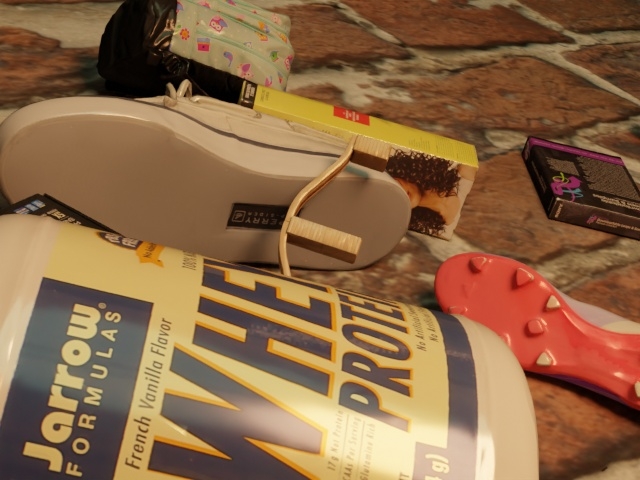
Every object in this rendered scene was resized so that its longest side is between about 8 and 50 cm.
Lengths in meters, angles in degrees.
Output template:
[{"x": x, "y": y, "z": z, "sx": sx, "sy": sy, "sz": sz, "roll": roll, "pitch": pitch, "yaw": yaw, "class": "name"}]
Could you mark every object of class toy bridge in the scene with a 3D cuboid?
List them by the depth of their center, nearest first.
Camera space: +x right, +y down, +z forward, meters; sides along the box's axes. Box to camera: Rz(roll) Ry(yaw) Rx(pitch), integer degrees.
[{"x": 0.000, "y": 0.000, "z": 0.994, "sx": 0.063, "sy": 0.026, "sz": 0.188, "roll": 19, "pitch": 68, "yaw": 1, "class": "toy bridge"}]

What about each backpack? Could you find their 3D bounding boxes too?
[{"x": -0.112, "y": -0.184, "z": 1.254, "sx": 0.182, "sy": 0.115, "sz": 0.152, "roll": 14, "pitch": -6, "yaw": -29, "class": "backpack"}]

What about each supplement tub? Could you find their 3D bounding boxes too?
[{"x": -0.084, "y": 0.119, "z": 0.614, "sx": 0.325, "sy": 0.235, "sz": 0.235, "roll": 14, "pitch": 28, "yaw": -9, "class": "supplement tub"}]

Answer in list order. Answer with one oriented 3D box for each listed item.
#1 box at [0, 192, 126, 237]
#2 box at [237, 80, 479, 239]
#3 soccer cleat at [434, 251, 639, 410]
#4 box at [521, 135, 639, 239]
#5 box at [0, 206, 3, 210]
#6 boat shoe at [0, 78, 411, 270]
[{"x": -0.190, "y": 0.054, "z": 0.840, "sx": 0.147, "sy": 0.077, "sz": 0.180, "roll": 28, "pitch": 29, "yaw": 17, "class": "box"}, {"x": 0.027, "y": -0.076, "z": 1.203, "sx": 0.232, "sy": 0.087, "sz": 0.058, "roll": 15, "pitch": 27, "yaw": -5, "class": "box"}, {"x": 0.211, "y": 0.082, "z": 1.053, "sx": 0.248, "sy": 0.083, "sz": 0.095, "roll": 22, "pitch": -2, "yaw": 17, "class": "soccer cleat"}, {"x": 0.293, "y": -0.060, "z": 1.395, "sx": 0.116, "sy": 0.029, "sz": 0.162, "roll": 13, "pitch": 27, "yaw": -9, "class": "box"}, {"x": -0.266, "y": 0.008, "z": 0.894, "sx": 0.052, "sy": 0.062, "sz": 0.083, "roll": 28, "pitch": 29, "yaw": 15, "class": "box"}, {"x": -0.105, "y": -0.073, "z": 1.064, "sx": 0.367, "sy": 0.136, "sz": 0.156, "roll": 5, "pitch": 30, "yaw": -30, "class": "boat shoe"}]
